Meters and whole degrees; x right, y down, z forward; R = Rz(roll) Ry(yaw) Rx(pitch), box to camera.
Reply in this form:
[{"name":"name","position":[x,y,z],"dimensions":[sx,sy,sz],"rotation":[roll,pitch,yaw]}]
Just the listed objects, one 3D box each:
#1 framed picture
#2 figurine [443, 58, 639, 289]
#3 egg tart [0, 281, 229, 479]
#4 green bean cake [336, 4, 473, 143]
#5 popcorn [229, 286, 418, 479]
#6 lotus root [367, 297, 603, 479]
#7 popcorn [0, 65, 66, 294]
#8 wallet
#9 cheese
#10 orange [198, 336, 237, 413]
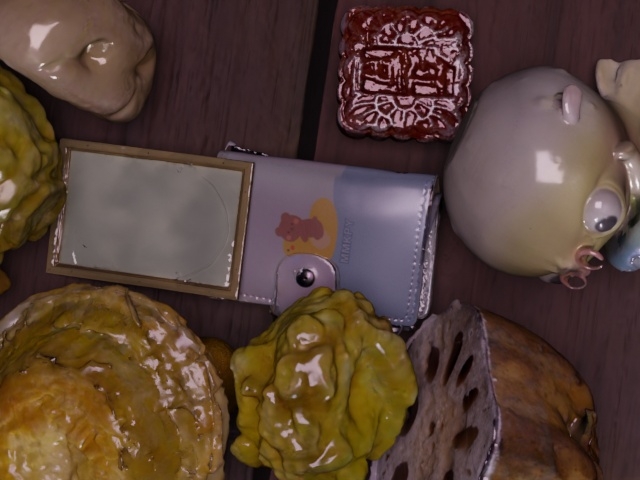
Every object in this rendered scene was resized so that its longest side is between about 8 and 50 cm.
[{"name":"framed picture","position":[-0.168,-0.022,1.872],"dimensions":[0.201,0.010,0.136],"rotation":[8,95,14]},{"name":"figurine","position":[0.321,-0.056,1.834],"dimensions":[0.394,0.226,0.274],"rotation":[21,59,-5]},{"name":"egg tart","position":[-0.225,0.181,1.800],"dimensions":[0.295,0.116,0.295],"rotation":[4,101,21]},{"name":"green bean cake","position":[0.084,-0.164,1.883],"dimensions":[0.135,0.056,0.135],"rotation":[2,87,-1]},{"name":"popcorn","position":[-0.005,0.137,1.784],"dimensions":[0.155,0.197,0.197],"rotation":[22,87,33]},{"name":"lotus root","position":[0.171,0.205,1.784],"dimensions":[0.192,0.272,0.272],"rotation":[16,88,-13]},{"name":"popcorn","position":[-0.362,-0.058,1.812],"dimensions":[0.233,0.192,0.266],"rotation":[-7,112,-2]},{"name":"wallet","position":[0.000,0.000,1.870],"dimensions":[0.231,0.069,0.170],"rotation":[9,97,11]},{"name":"cheese","position":[-0.255,-0.205,1.814],"dimensions":[0.235,0.218,0.117],"rotation":[31,92,-20]},{"name":"orange","position":[-0.118,0.138,1.857],"dimensions":[0.095,0.085,0.085],"rotation":[-35,88,11]}]
